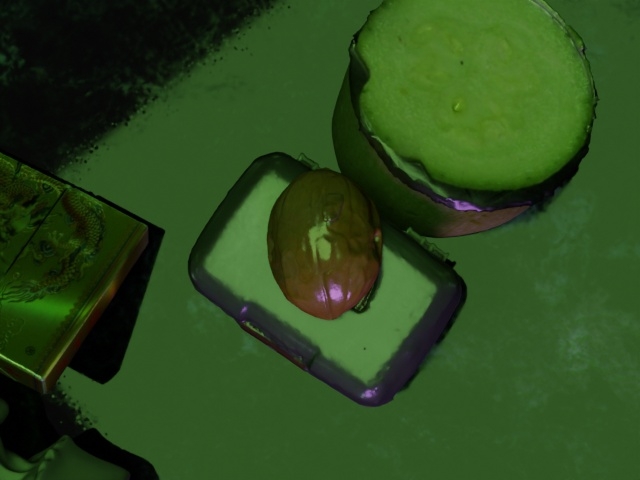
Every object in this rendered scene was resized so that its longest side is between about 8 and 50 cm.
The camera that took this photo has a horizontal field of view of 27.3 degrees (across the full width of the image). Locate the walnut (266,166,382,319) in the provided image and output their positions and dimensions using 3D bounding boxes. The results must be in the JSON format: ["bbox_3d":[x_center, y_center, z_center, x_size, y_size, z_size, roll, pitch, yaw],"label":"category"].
[{"bbox_3d":[0.000,0.000,1.013,0.091,0.052,0.121,-5,83,8],"label":"walnut"}]

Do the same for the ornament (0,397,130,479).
[{"bbox_3d":[-0.299,0.187,1.135,0.285,0.130,0.120,39,112,10],"label":"ornament"}]

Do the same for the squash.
[{"bbox_3d":[0.123,-0.113,1.122,0.220,0.133,0.220,1,74,-2],"label":"squash"}]

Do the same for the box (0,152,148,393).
[{"bbox_3d":[-0.328,-0.008,1.158,0.311,0.043,0.173,26,62,8],"label":"box"}]

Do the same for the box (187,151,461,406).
[{"bbox_3d":[0.006,0.031,1.101,0.210,0.129,0.148,35,90,8],"label":"box"}]
